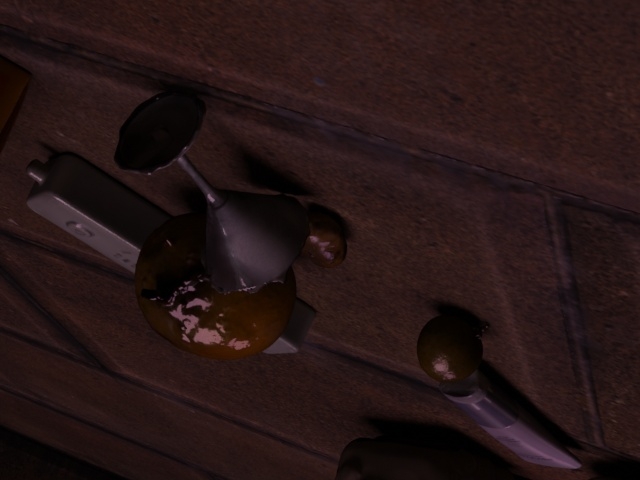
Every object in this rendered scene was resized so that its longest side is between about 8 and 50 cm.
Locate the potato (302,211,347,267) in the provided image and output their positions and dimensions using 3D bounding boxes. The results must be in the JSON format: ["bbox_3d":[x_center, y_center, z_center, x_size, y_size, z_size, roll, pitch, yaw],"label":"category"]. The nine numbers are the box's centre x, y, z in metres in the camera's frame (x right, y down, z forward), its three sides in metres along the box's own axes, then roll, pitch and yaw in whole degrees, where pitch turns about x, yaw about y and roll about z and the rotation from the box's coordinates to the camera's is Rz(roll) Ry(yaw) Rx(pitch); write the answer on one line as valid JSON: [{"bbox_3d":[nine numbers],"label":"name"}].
[{"bbox_3d":[0.000,0.000,1.435,0.051,0.040,0.083,14,161,18],"label":"potato"}]

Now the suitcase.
[{"bbox_3d":[0.099,0.451,2.068,0.194,0.352,0.339,16,171,-31],"label":"suitcase"}]

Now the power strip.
[{"bbox_3d":[-0.176,0.017,1.688,0.385,0.062,0.091,34,158,-25],"label":"power strip"}]

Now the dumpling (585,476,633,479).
[{"bbox_3d":[0.382,0.342,1.801,0.155,0.111,0.181,-3,175,-13],"label":"dumpling"}]

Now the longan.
[{"bbox_3d":[0.139,0.108,1.522,0.083,0.075,0.075,-27,140,14],"label":"longan"}]

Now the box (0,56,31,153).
[{"bbox_3d":[-0.457,-0.075,1.487,0.213,0.260,0.283,32,162,-16],"label":"box"}]

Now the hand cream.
[{"bbox_3d":[0.221,0.212,1.720,0.079,0.048,0.255,8,156,41],"label":"hand cream"}]

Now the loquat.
[{"bbox_3d":[-0.106,0.049,1.549,0.172,0.149,0.204,15,174,25],"label":"loquat"}]

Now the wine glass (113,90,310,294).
[{"bbox_3d":[-0.099,-0.046,1.340,0.122,0.122,0.183,11,152,38],"label":"wine glass"}]

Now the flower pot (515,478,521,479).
[{"bbox_3d":[0.312,0.462,2.116,0.269,0.166,0.269,21,162,7],"label":"flower pot"}]
